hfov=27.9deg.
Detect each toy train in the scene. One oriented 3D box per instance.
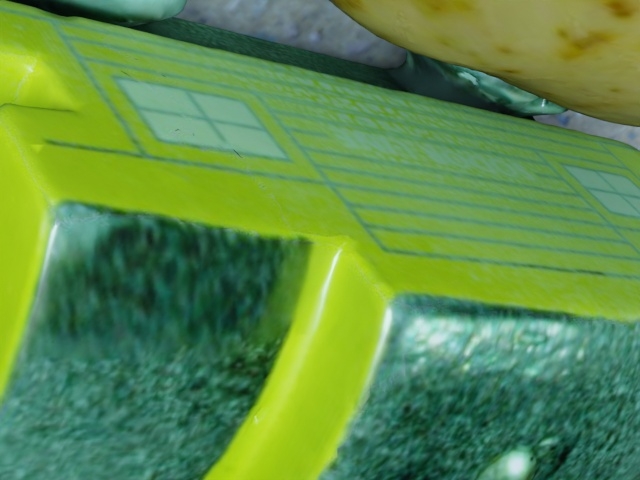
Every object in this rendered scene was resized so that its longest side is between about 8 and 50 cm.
[{"bbox_3d":[0.000,0.000,0.514,0.442,0.272,0.179,6,124,-41],"label":"toy train"}]

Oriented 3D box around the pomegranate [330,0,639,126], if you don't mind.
[{"bbox_3d":[0.108,-0.196,0.380,0.343,0.342,0.342,-10,133,-11],"label":"pomegranate"}]
